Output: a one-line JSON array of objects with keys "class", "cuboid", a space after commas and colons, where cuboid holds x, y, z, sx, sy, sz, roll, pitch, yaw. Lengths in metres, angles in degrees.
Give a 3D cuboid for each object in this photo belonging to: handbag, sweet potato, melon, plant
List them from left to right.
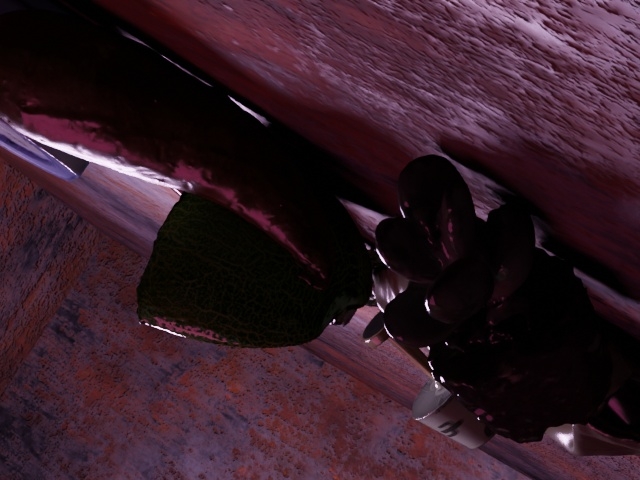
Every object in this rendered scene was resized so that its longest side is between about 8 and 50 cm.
[{"class": "sweet potato", "cuboid": [-0.153, -0.102, 1.758, 0.422, 0.130, 0.130, 29, 173, 0]}, {"class": "melon", "cuboid": [-0.040, 0.003, 1.842, 0.169, 0.265, 0.129, 26, 127, 26]}, {"class": "plant", "cuboid": [0.130, 0.046, 1.492, 0.274, 0.149, 0.146, 49, -171, -48]}, {"class": "handbag", "cuboid": [0.198, 0.111, 1.801, 0.316, 0.109, 0.253, 38, 169, -3]}]

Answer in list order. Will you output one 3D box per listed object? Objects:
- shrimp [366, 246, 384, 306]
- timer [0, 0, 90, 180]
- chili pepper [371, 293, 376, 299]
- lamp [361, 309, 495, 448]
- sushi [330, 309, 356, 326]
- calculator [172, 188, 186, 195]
[{"class": "shrimp", "cuboid": [0.095, 0.060, 2.024, 0.174, 0.082, 0.076, 21, 164, 27]}, {"class": "timer", "cuboid": [-0.391, -0.198, 1.982, 0.395, 0.173, 0.395, 31, 173, 4]}, {"class": "chili pepper", "cuboid": [-0.001, 0.002, 2.121, 0.224, 0.061, 0.098, 33, 180, -21]}, {"class": "lamp", "cuboid": [0.151, 0.181, 2.485, 0.214, 0.121, 0.121, 43, 171, -14]}, {"class": "sushi", "cuboid": [0.015, 0.048, 2.315, 0.084, 0.098, 0.094, 25, 152, 24]}, {"class": "calculator", "cuboid": [-0.126, -0.045, 2.139, 0.329, 0.048, 0.220, 42, 178, 29]}]
